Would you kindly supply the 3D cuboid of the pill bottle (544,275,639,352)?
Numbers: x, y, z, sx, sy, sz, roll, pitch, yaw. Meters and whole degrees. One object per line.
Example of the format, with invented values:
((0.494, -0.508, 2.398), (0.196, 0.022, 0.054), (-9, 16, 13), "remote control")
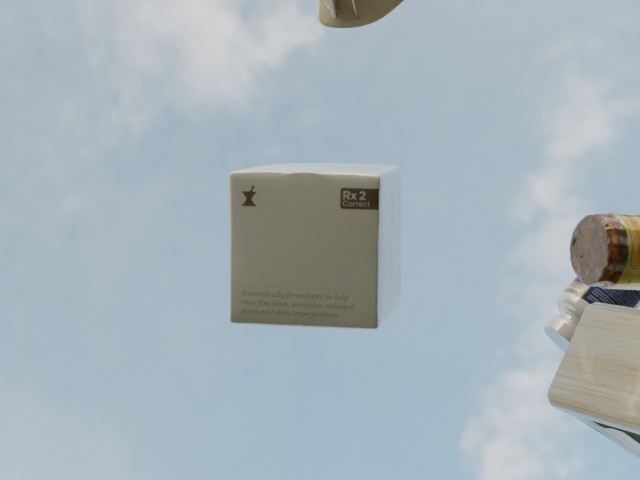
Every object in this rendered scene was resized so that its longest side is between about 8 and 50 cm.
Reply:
((0.281, 0.059, 1.186), (0.120, 0.067, 0.067), (-47, -65, -9), "pill bottle")

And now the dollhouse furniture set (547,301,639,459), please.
((0.220, -0.004, 0.446), (0.161, 0.212, 0.242), (33, -103, -29), "dollhouse furniture set")

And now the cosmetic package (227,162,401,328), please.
((0.000, 0.000, 1.208), (0.151, 0.183, 0.151), (1, -84, 11), "cosmetic package")

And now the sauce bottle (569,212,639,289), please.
((0.199, 0.007, 0.643), (0.128, 0.042, 0.042), (1, -68, -23), "sauce bottle")

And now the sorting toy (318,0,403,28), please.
((0.032, -0.116, 0.435), (0.075, 0.083, 0.045), (5, -108, 10), "sorting toy")
